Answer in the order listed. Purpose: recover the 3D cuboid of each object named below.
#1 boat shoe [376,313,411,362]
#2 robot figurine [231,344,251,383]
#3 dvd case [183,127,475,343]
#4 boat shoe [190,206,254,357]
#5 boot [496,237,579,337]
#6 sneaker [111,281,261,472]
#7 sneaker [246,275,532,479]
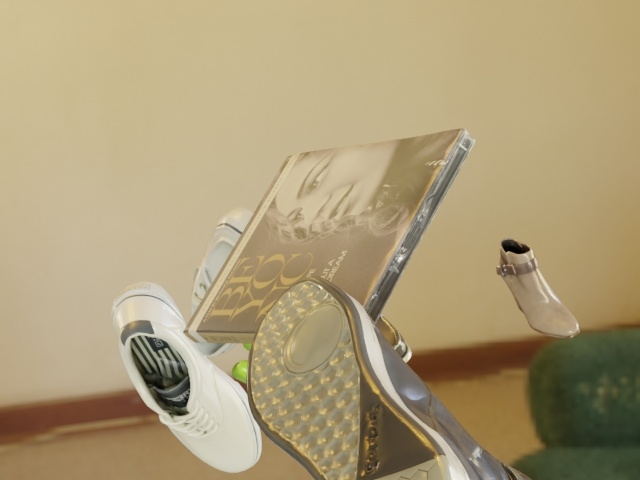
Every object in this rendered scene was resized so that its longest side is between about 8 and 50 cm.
[{"bbox_3d":[0.033,0.108,2.079,0.081,0.068,0.228,-32,31,-23],"label":"boat shoe"},{"bbox_3d":[-0.009,0.108,1.221,0.115,0.101,0.067,22,-15,-7],"label":"robot figurine"},{"bbox_3d":[0.000,0.000,1.100,0.221,0.018,0.164,-5,51,58],"label":"dvd case"},{"bbox_3d":[-0.081,0.052,1.476,0.083,0.226,0.076,37,66,16],"label":"boat shoe"},{"bbox_3d":[0.228,0.048,1.692,0.042,0.087,0.118,-29,29,-20],"label":"boot"},{"bbox_3d":[-0.145,0.164,1.659,0.094,0.258,0.091,-25,30,16],"label":"sneaker"},{"bbox_3d":[0.054,0.122,0.875,0.163,0.086,0.226,37,12,-37],"label":"sneaker"}]
